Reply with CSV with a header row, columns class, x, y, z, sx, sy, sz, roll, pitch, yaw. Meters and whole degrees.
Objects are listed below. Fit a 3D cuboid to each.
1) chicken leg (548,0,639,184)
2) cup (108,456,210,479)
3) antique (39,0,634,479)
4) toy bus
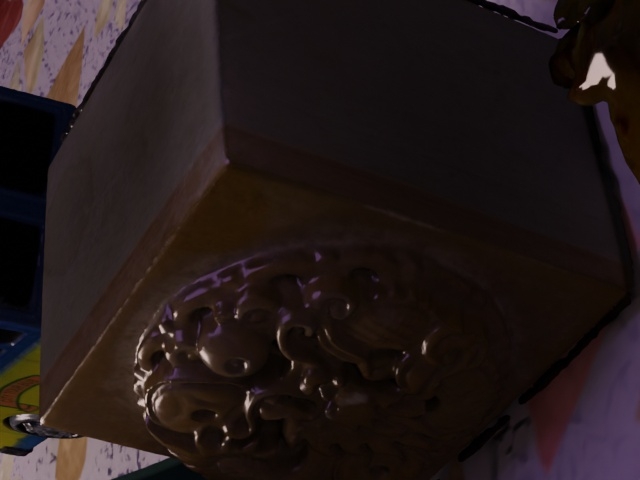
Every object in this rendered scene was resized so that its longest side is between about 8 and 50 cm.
class,x,y,z,sx,sy,sz,roll,pitch,yaw
chicken leg,0.149,-0.004,0.242,0.201,0.153,0.429,-59,20,7
cup,-0.072,0.181,0.602,0.235,0.134,0.148,-46,35,50
antique,0.000,0.000,0.519,0.146,0.152,0.148,-52,31,39
toy bus,-0.189,0.028,0.879,0.288,0.175,0.138,-33,49,56
